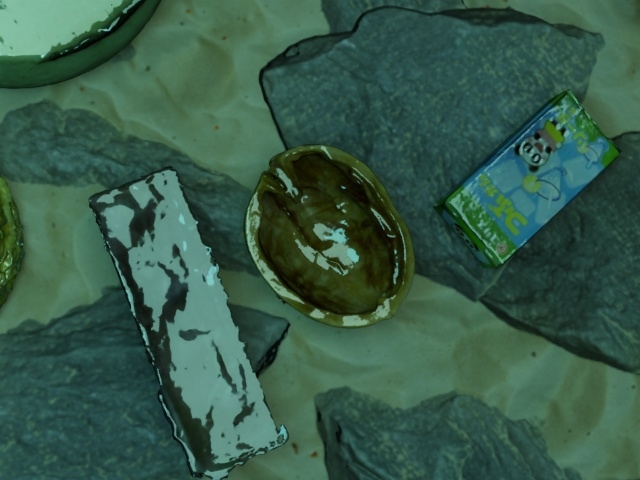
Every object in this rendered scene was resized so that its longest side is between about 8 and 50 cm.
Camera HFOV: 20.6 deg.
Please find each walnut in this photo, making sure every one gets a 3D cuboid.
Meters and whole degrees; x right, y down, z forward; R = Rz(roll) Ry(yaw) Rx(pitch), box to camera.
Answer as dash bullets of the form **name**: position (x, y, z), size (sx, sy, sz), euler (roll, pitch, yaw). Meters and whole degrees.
- **walnut**: position (0.000, 0.002, 1.883), size (0.167, 0.087, 0.211), euler (-37, 96, -17)

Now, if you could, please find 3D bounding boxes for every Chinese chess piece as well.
- **Chinese chess piece**: position (-0.318, -0.332, 1.812), size (0.349, 0.146, 0.349), euler (1, 86, -11)

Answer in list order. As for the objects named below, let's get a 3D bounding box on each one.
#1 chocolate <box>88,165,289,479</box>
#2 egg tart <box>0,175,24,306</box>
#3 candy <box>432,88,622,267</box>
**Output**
- **chocolate**: position (-0.147, 0.091, 1.841), size (0.112, 0.112, 0.321), euler (-22, 90, -13)
- **egg tart**: position (-0.434, -0.003, 1.762), size (0.294, 0.123, 0.294), euler (0, 89, -24)
- **candy**: position (0.228, -0.068, 1.944), size (0.194, 0.062, 0.097), euler (-42, 96, -10)
